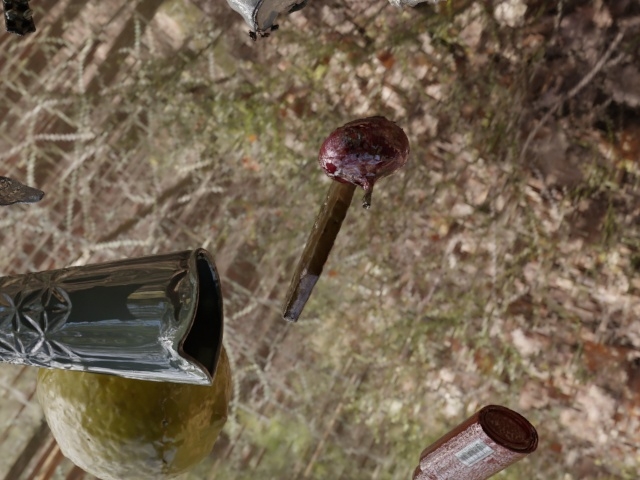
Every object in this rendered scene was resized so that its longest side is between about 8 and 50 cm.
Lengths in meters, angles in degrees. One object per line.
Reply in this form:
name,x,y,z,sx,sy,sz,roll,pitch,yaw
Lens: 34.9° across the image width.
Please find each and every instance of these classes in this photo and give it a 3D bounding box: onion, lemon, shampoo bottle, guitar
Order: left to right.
guitar,-0.362,-0.344,1.152,0.084,0.271,0.038,-9,152,-20
lemon,-0.350,0.274,1.884,0.387,0.350,0.350,17,144,19
onion,0.076,-0.115,1.621,0.150,0.140,0.150,-9,152,-5
shampoo bottle,0.261,0.385,1.812,0.118,0.076,0.314,23,145,-9

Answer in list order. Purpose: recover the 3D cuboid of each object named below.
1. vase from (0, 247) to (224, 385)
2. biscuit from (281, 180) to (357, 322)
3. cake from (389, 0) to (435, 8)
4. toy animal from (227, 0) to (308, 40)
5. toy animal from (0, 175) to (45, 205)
vase,-0.255,0.088,1.194,0.301,0.251,0.156,-2,104,13
biscuit,-0.001,0.000,1.951,0.046,0.359,0.359,22,146,-1
cake,0.143,-0.364,1.225,0.135,0.134,0.147,-3,107,50
toy animal,-0.134,-0.458,1.490,0.310,0.183,0.247,47,-168,14
toy animal,-0.655,-0.085,1.917,0.255,0.239,0.176,53,151,33
